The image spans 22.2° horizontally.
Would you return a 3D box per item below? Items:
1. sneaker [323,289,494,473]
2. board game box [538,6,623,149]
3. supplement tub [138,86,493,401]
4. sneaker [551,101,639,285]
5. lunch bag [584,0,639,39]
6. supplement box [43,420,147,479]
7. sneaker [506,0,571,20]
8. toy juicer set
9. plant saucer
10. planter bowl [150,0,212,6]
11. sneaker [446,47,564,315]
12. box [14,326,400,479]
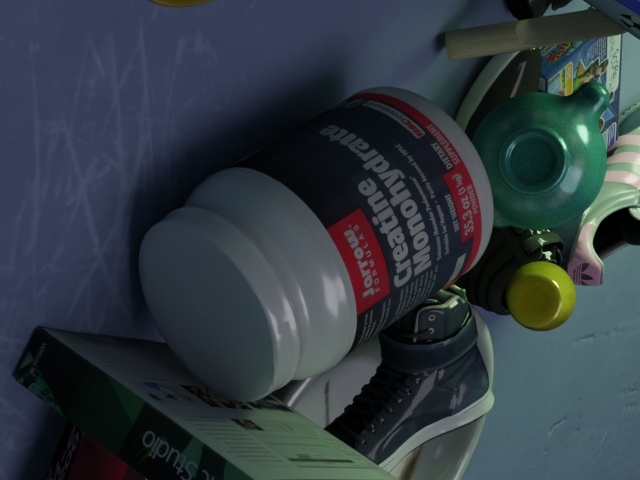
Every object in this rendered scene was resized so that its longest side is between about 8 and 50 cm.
[{"bbox_3d":[0.056,0.129,1.529,0.226,0.086,0.163,-28,126,-25],"label":"sneaker"},{"bbox_3d":[0.282,-0.151,1.815,0.136,0.035,0.201,-40,145,-26],"label":"board game box"},{"bbox_3d":[0.000,0.000,1.402,0.272,0.191,0.191,-33,142,-35],"label":"supplement tub"},{"bbox_3d":[0.365,-0.055,1.927,0.319,0.131,0.112,-42,146,-25],"label":"sneaker"},{"bbox_3d":[0.320,-0.276,1.334,0.239,0.327,0.385,-58,-175,-2],"label":"lunch bag"},{"bbox_3d":[-0.123,0.241,1.436,0.239,0.073,0.130,19,103,-18],"label":"supplement box"},{"bbox_3d":[0.219,-0.275,1.603,0.089,0.051,0.170,-47,153,-16],"label":"sneaker"},{"bbox_3d":[0.175,-0.087,1.594,0.089,0.209,0.329,-10,113,-77],"label":"toy juicer set"},{"bbox_3d":[0.017,0.214,1.697,0.400,0.100,0.401,-32,138,-34],"label":"plant saucer"},{"bbox_3d":[-0.069,-0.271,1.132,0.217,0.090,0.217,-36,161,-14],"label":"planter bowl"},{"bbox_3d":[0.203,-0.056,1.683,0.104,0.147,0.296,-7,122,-50],"label":"sneaker"},{"bbox_3d":[-0.065,0.175,1.343,0.232,0.322,0.058,14,103,-57],"label":"box"}]
